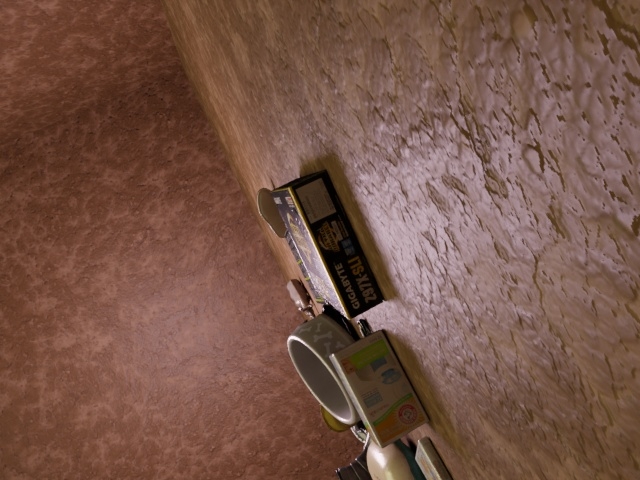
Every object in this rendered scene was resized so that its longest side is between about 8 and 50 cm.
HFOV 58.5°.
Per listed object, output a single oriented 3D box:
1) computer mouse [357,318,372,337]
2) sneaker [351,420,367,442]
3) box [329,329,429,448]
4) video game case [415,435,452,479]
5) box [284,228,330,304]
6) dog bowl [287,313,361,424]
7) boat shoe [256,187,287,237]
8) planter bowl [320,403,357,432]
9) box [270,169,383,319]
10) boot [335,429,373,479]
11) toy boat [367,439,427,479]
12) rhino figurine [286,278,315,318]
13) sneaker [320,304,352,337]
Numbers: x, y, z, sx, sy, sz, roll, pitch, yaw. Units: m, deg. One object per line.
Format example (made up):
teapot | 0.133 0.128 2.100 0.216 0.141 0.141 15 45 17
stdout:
computer mouse | 0.134 0.285 1.271 0.242 0.041 0.071 62 173 23
sneaker | 0.185 0.657 1.932 0.234 0.078 0.106 38 147 38
box | 0.115 0.298 1.159 0.203 0.114 0.103 63 171 10
video game case | 0.272 0.550 1.255 0.206 0.026 0.227 60 171 30
box | -0.017 0.058 1.482 0.216 0.060 0.270 63 173 3
dog bowl | 0.033 0.378 1.659 0.349 0.102 0.348 43 153 28
boat shoe | -0.166 -0.097 1.914 0.065 0.075 0.206 49 168 52
planter bowl | 0.104 0.520 1.864 0.091 0.217 0.217 -6 115 41
box | 0.000 0.000 1.126 0.257 0.079 0.322 64 172 -9
boot | 0.139 0.657 1.744 0.338 0.223 0.118 63 173 12
toy boat | 0.238 0.673 1.540 0.267 0.148 0.317 166 86 -77
rhino figurine | -0.079 0.259 2.477 0.243 0.073 0.106 54 170 45
sneaker | 0.046 0.250 1.670 0.084 0.058 0.152 61 -174 -61
